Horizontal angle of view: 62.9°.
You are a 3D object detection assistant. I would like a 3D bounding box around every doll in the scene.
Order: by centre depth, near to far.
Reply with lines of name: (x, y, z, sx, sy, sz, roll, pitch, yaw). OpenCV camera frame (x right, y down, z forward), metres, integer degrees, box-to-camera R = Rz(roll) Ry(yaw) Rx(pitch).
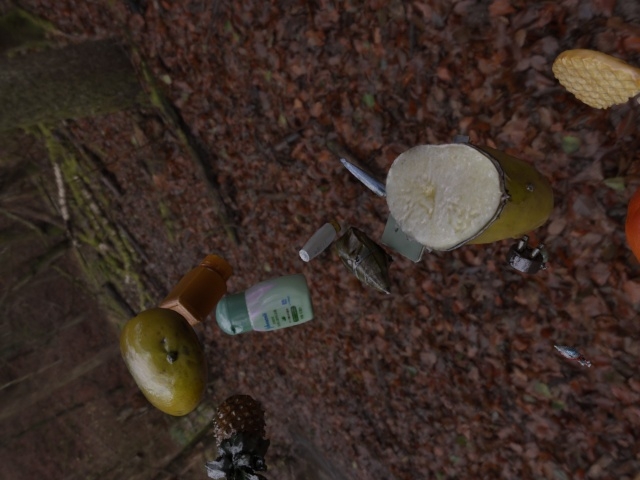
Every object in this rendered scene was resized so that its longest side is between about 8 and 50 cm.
doll: (0.795, 0.358, 1.648, 0.114, 0.057, 0.039, 29, 142, 17)

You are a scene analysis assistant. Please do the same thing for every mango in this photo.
mango: (-0.406, 0.330, 1.367, 0.253, 0.182, 0.365, 44, 143, 30)

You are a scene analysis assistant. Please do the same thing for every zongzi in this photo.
zongzi: (0.206, 0.114, 1.835, 0.286, 0.138, 0.300, 32, -165, -52)

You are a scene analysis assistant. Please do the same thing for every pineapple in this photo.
pineapple: (-0.209, 0.538, 1.337, 0.310, 0.170, 0.141, -117, 11, -63)

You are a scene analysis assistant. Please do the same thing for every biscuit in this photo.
biscuit: (0.688, -0.410, 1.328, 0.204, 0.040, 0.309, 33, -172, 1)

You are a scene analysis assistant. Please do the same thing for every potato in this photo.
potato: (0.419, -0.108, 1.428, 0.397, 0.295, 0.290, -2, 86, 51)

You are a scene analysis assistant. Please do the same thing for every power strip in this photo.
power strip: (0.334, -0.043, 1.911, 0.213, 0.064, 0.199, 32, 109, 46)

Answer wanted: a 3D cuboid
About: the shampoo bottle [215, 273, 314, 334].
shampoo bottle: (-0.205, 0.241, 1.897, 0.222, 0.349, 0.151, 82, 174, -45)

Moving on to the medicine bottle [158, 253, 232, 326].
medicine bottle: (-0.370, 0.151, 1.599, 0.149, 0.222, 0.112, -22, 115, 44)

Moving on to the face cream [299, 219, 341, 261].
face cream: (0.000, 0.000, 1.744, 0.051, 0.182, 0.072, 16, 135, 35)

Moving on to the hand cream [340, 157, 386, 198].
hand cream: (0.191, -0.266, 2.196, 0.256, 0.055, 0.088, 38, -177, -9)

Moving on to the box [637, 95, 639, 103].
box: (0.800, -0.300, 1.219, 0.062, 0.089, 0.122, -36, 48, 35)

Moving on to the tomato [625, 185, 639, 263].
tomato: (0.671, -0.034, 0.907, 0.260, 0.259, 0.180, 56, 173, 11)

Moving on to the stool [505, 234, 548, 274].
stool: (0.781, 0.056, 1.938, 0.125, 0.217, 0.121, 51, 130, 49)

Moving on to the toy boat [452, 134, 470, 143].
toy boat: (0.548, -0.365, 2.069, 0.063, 0.115, 0.016, 15, 162, 27)
